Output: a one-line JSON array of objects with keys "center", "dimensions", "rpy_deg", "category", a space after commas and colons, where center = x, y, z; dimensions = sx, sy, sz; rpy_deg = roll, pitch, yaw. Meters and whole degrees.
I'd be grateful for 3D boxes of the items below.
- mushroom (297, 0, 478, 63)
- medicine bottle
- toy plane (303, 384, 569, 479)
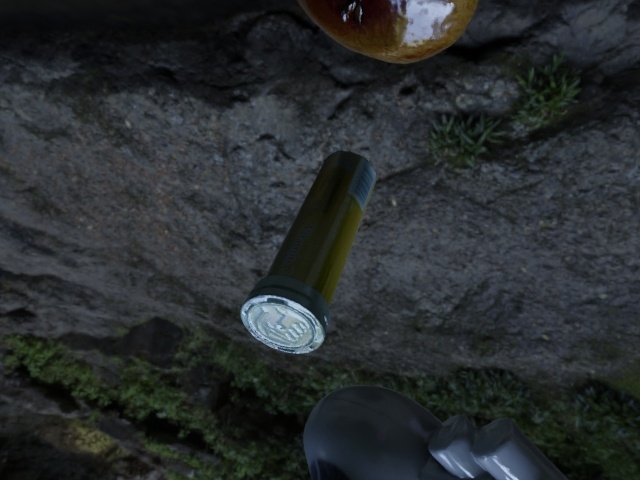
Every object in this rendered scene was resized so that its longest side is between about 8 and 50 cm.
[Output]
[{"center": [0.107, -0.388, 0.689], "dimensions": [0.260, 0.345, 0.345], "rpy_deg": [-18, -175, -26], "category": "mushroom"}, {"center": [0.000, 0.000, 0.541], "dimensions": [0.074, 0.218, 0.073], "rpy_deg": [12, 134, 12], "category": "medicine bottle"}, {"center": [0.082, 0.206, 0.389], "dimensions": [0.252, 0.252, 0.118], "rpy_deg": [3, -152, 37], "category": "toy plane"}]
